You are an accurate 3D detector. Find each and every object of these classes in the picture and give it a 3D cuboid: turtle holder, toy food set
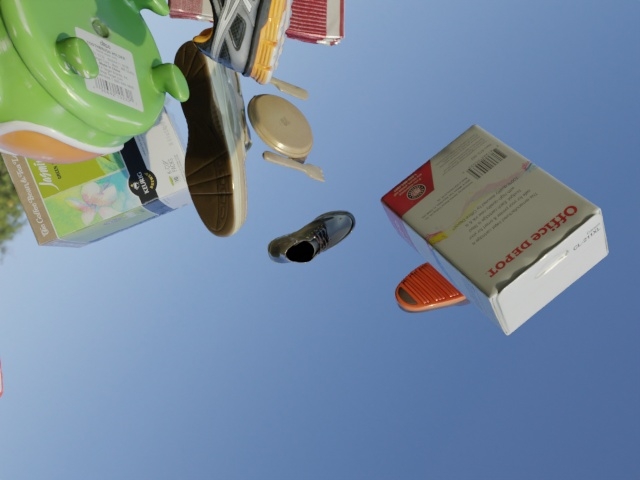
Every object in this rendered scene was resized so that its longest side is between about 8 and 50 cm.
[{"bbox_3d":[-0.336,-0.242,0.924,0.228,0.320,0.243,-27,-172,26],"label":"turtle holder"},{"bbox_3d":[-0.063,-0.174,1.204,0.038,0.132,0.192,-41,-134,38],"label":"toy food set"}]

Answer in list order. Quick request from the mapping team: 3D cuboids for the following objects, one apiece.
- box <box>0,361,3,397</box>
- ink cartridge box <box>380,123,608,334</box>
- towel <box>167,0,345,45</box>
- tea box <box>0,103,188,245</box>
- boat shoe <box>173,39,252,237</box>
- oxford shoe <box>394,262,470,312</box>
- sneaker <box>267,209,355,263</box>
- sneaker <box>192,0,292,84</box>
[{"bbox_3d":[-0.567,0.204,0.979,0.142,0.154,0.300,15,-151,16],"label":"box"},{"bbox_3d":[0.162,-0.014,0.731,0.127,0.072,0.175,-38,-133,-5],"label":"ink cartridge box"},{"bbox_3d":[-0.113,-0.492,1.415,0.037,0.329,0.236,144,-50,-67],"label":"towel"},{"bbox_3d":[-0.434,-0.139,1.594,0.324,0.219,0.329,-23,-179,-6],"label":"tea box"},{"bbox_3d":[-0.149,-0.158,1.189,0.109,0.098,0.302,-9,-89,41],"label":"boat shoe"},{"bbox_3d":[0.237,0.092,1.391,0.097,0.271,0.098,49,-42,32],"label":"oxford shoe"},{"bbox_3d":[0.000,0.000,1.708,0.222,0.083,0.118,-26,-166,-19],"label":"sneaker"},{"bbox_3d":[-0.061,-0.245,0.675,0.084,0.083,0.214,-73,178,-61],"label":"sneaker"}]
